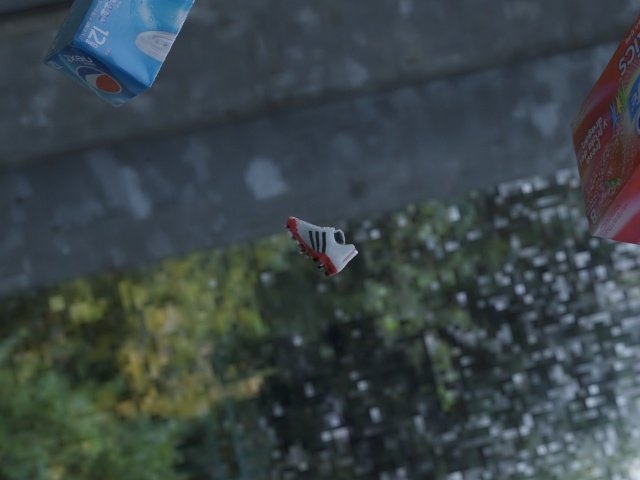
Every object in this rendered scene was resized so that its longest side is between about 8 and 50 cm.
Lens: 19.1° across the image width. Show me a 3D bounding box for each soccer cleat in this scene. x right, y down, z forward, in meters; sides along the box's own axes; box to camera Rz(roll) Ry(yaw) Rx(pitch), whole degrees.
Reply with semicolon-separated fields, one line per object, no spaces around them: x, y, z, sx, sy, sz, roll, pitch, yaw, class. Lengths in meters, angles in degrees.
0.000;0.000;1.567;0.083;0.035;0.029;43;-14;51;soccer cleat

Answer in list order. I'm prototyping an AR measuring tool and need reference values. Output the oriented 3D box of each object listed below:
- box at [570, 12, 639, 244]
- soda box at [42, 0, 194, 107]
0.350;-0.133;1.630;0.300;0.154;0.142;119;-24;-44;box
-0.119;-0.206;1.383;0.071;0.067;0.210;-18;-135;62;soda box
